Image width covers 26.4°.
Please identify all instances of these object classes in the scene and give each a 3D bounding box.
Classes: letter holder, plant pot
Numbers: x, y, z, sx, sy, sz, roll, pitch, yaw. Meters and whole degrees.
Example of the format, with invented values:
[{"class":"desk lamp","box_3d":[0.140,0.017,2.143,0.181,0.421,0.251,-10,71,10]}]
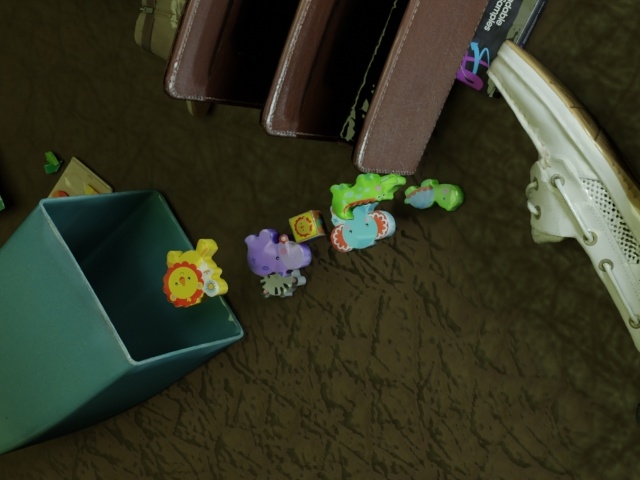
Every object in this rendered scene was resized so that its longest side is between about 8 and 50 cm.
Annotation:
[{"class":"letter holder","box_3d":[0.029,-0.218,1.052,0.152,0.214,0.302,28,103,23]},{"class":"plant pot","box_3d":[-0.231,0.091,1.245,0.234,0.165,0.165,-39,75,27]}]

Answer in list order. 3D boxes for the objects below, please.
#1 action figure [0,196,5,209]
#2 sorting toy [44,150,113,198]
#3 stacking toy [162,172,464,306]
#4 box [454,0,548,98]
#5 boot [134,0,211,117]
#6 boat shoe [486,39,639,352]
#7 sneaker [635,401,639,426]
[{"class":"action figure","box_3d":[-0.399,-0.121,1.373,0.137,0.063,0.232,-20,79,27]},{"class":"sorting toy","box_3d":[-0.246,-0.049,1.326,0.083,0.012,0.062,38,106,19]},{"class":"stacking toy","box_3d":[0.000,0.000,1.129,0.221,0.167,0.052,-22,82,23]},{"class":"box","box_3d":[0.106,-0.206,1.152,0.162,0.029,0.116,32,105,22]},{"class":"boot","box_3d":[-0.134,-0.178,1.261,0.087,0.042,0.118,14,96,30]},{"class":"boat shoe","box_3d":[0.203,-0.030,1.072,0.096,0.098,0.277,-38,77,20]},{"class":"sneaker","box_3d":[0.363,0.103,1.003,0.271,0.100,0.108,-21,88,24]}]
